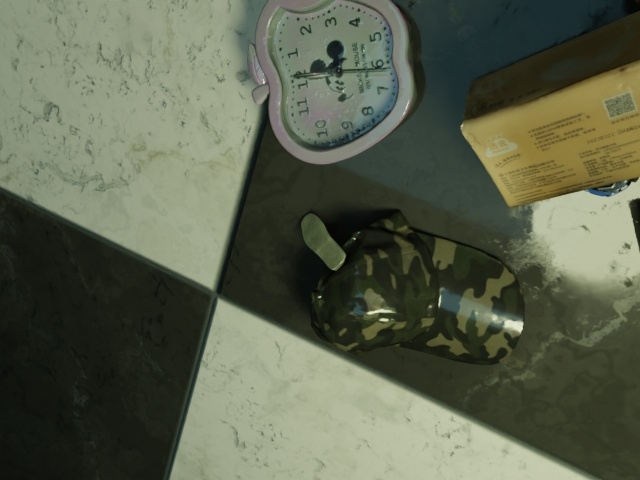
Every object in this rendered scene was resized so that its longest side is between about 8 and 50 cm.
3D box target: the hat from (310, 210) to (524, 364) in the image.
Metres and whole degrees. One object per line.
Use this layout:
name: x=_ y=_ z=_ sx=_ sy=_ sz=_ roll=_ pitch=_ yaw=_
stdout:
hat: x=0.199 y=0.151 z=1.004 sx=0.382 sy=0.257 sz=0.366 roll=22 pitch=118 yaw=32

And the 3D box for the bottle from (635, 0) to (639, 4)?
bottle: x=0.538 y=-0.453 z=0.718 sx=0.097 sy=0.110 sz=0.209 roll=-1 pitch=112 yaw=-25

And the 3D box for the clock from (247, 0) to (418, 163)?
clock: x=0.023 y=-0.322 z=0.943 sx=0.339 sy=0.102 sz=0.338 roll=7 pitch=111 yaw=18

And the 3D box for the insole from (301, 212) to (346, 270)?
insole: x=0.000 y=0.000 z=1.039 sx=0.010 sy=0.192 sz=0.063 roll=29 pitch=104 yaw=-38

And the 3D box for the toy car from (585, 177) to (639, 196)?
toy car: x=0.516 y=-0.182 z=0.835 sx=0.103 sy=0.063 sz=0.216 roll=23 pitch=112 yaw=32

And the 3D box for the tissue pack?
tissue pack: x=0.411 y=-0.220 z=0.754 sx=0.306 sy=0.238 sz=0.238 roll=-15 pitch=104 yaw=39
